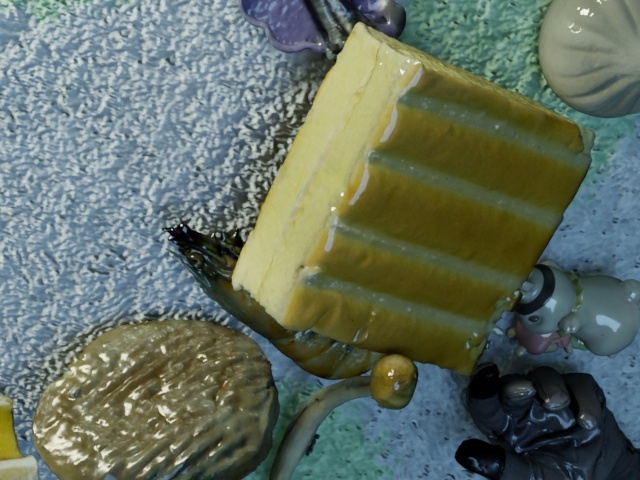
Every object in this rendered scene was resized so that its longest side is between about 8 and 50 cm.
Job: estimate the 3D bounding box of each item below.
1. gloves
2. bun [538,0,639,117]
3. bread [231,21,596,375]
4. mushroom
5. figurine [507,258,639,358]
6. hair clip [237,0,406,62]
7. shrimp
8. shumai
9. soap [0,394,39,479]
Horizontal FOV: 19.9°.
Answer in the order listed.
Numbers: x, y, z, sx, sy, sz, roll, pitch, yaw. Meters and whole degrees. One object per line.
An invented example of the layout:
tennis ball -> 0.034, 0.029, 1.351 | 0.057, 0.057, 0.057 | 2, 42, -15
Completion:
gloves -> 0.213, 0.187, 1.642 | 0.142, 0.119, 0.285 | -49, 136, -6
bun -> 0.253, -0.159, 1.501 | 0.138, 0.094, 0.138 | -8, 120, -15
bread -> 0.080, -0.022, 1.448 | 0.246, 0.111, 0.239 | 16, 107, -41
mushroom -> 0.003, 0.162, 1.530 | 0.043, 0.068, 0.306 | 28, 144, -11
figurine -> 0.204, 0.069, 1.597 | 0.146, 0.081, 0.098 | 7, 112, -24
hair clip -> -0.006, -0.205, 1.407 | 0.124, 0.052, 0.195 | -37, 117, -7
shrimp -> 0.000, 0.000, 1.513 | 0.262, 0.051, 0.198 | 35, 92, -33
shumai -> -0.135, 0.168, 1.498 | 0.209, 0.161, 0.153 | -29, 147, -31
soap -> -0.378, 0.261, 1.446 | 0.281, 0.143, 0.259 | -4, 118, -24
